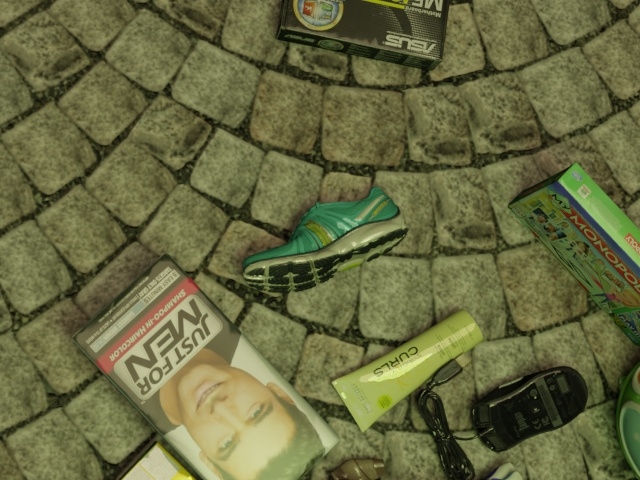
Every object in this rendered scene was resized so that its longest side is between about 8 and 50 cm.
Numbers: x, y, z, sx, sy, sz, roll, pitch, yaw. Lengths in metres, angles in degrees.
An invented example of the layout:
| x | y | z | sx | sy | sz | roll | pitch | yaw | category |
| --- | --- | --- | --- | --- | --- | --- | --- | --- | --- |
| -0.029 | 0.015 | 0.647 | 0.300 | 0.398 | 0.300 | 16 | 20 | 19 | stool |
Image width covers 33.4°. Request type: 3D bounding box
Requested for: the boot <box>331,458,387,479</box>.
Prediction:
| x | y | z | sx | sy | sz | roll | pitch | yaw | category |
| --- | --- | --- | --- | --- | --- | --- | --- | --- | --- |
| 0.067 | 0.389 | 1.630 | 0.086 | 0.042 | 0.119 | -17 | 89 | -4 | boot |

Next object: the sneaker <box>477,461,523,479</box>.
| x | y | z | sx | sy | sz | roll | pitch | yaw | category |
| --- | --- | --- | --- | --- | --- | --- | --- | --- | --- |
| 0.193 | 0.403 | 1.599 | 0.323 | 0.130 | 0.236 | 41 | 57 | -6 | sneaker |

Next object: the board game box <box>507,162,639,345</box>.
| x | y | z | sx | sy | sz | roll | pitch | yaw | category |
| --- | --- | --- | --- | --- | --- | --- | --- | --- | --- |
| 0.448 | 0.029 | 1.663 | 0.046 | 0.213 | 0.317 | -43 | 91 | -13 | board game box |

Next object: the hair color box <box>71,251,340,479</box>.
| x | y | z | sx | sy | sz | roll | pitch | yaw | category |
| --- | --- | --- | --- | --- | --- | --- | --- | --- | --- |
| -0.169 | 0.219 | 1.570 | 0.185 | 0.113 | 0.374 | -43 | 92 | -14 | hair color box |

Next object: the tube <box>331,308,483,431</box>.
| x | y | z | sx | sy | sz | roll | pitch | yaw | category |
| --- | --- | --- | --- | --- | --- | --- | --- | --- | --- |
| 0.141 | 0.196 | 1.662 | 0.240 | 0.062 | 0.070 | -31 | 53 | -9 | tube |

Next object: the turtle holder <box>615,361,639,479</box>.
| x | y | z | sx | sy | sz | roll | pitch | yaw | category |
| --- | --- | --- | --- | --- | --- | --- | --- | --- | --- |
| 0.576 | 0.317 | 1.615 | 0.243 | 0.227 | 0.320 | 5 | 85 | 8 | turtle holder |

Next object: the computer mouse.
| x | y | z | sx | sy | sz | roll | pitch | yaw | category |
| --- | --- | --- | --- | --- | --- | --- | --- | --- | --- |
| 0.275 | 0.243 | 1.675 | 0.262 | 0.060 | 0.184 | -30 | 99 | -3 | computer mouse |

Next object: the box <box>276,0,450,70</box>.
| x | y | z | sx | sy | sz | roll | pitch | yaw | category |
| --- | --- | --- | --- | --- | --- | --- | --- | --- | --- |
| 0.077 | -0.409 | 1.736 | 0.270 | 0.060 | 0.216 | 11 | 80 | -9 | box |

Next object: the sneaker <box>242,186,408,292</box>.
| x | y | z | sx | sy | sz | roll | pitch | yaw | category |
| --- | --- | --- | --- | --- | --- | --- | --- | --- | --- |
| 0.000 | 0.000 | 1.657 | 0.275 | 0.107 | 0.110 | -21 | 67 | -18 | sneaker |

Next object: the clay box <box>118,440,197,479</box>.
| x | y | z | sx | sy | sz | roll | pitch | yaw | category |
| --- | --- | --- | --- | --- | --- | --- | --- | --- | --- |
| -0.205 | 0.417 | 1.564 | 0.222 | 0.053 | 0.127 | 45 | 77 | -3 | clay box |
